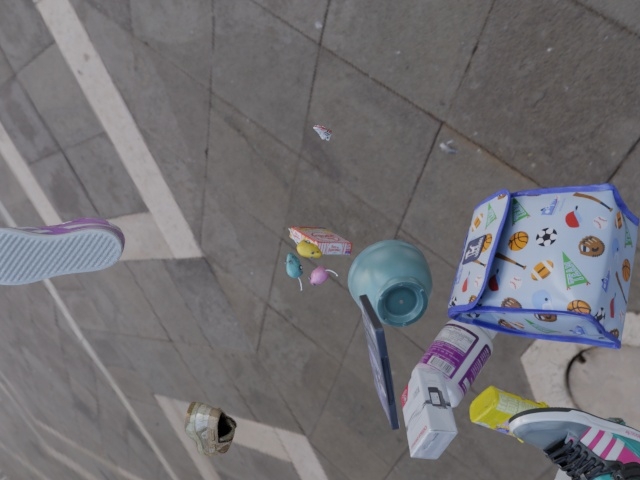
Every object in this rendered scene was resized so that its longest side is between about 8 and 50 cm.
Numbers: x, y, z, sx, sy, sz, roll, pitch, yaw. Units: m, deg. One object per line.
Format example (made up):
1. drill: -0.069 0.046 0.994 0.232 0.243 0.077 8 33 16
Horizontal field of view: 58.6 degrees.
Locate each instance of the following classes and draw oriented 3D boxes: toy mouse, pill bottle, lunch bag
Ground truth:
1. toy mouse: -0.037 0.071 1.365 0.161 0.031 0.143 31 124 17
2. pill bottle: 0.431 0.354 1.785 0.169 0.301 0.169 34 155 19
3. lunch bag: 0.498 0.054 1.347 0.385 0.328 0.239 1 154 47

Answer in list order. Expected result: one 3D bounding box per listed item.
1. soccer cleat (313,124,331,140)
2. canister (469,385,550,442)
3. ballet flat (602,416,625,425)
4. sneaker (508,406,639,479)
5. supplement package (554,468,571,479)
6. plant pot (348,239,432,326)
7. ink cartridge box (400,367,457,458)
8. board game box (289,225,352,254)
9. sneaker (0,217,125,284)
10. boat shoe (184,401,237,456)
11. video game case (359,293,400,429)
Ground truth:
1. soccer cleat: 0.006 -0.337 1.786 0.029 0.083 0.036 14 93 35
2. canister: 0.491 0.450 1.478 0.169 0.073 0.126 22 130 -10
3. ballet flat: 0.837 0.574 1.686 0.079 0.221 0.077 17 113 36
4. sneaker: 0.493 0.427 1.056 0.295 0.178 0.124 16 136 -11
5. supplement package: 0.718 0.600 1.378 0.203 0.149 0.194 46 132 9
6. plant pot: 0.254 0.169 1.928 0.196 0.293 0.293 -109 1 -65
7. ink cartridge box: 0.224 0.363 1.193 0.063 0.150 0.109 10 129 -12
8. board game box: 0.000 0.000 2.028 0.193 0.146 0.045 31 114 52
9. sneaker: -0.510 0.011 1.060 0.161 0.282 0.102 -134 47 -68
10. boat shoe: -0.314 0.589 1.738 0.110 0.122 0.341 4 150 10
11. video game case: 0.144 0.295 1.405 0.196 0.026 0.274 -112 9 -71
